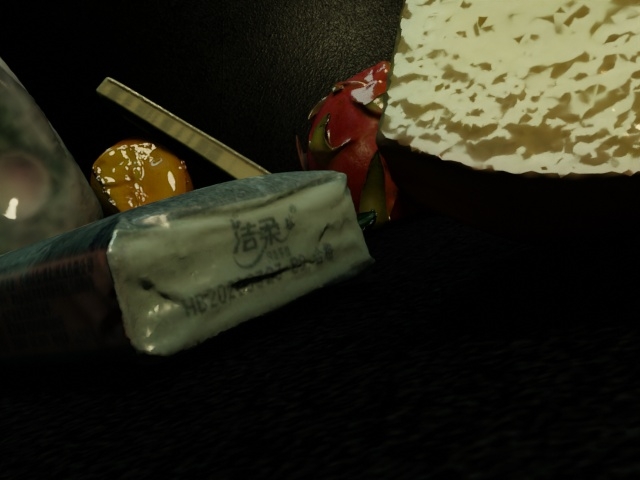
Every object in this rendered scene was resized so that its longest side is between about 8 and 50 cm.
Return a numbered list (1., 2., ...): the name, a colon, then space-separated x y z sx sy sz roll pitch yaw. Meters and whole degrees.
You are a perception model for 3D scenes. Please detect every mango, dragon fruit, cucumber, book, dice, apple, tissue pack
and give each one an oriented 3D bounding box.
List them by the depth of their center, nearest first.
1. apple: 0.207 -0.121 0.432 0.309 0.252 0.314 1 17 25
2. tissue pack: -0.147 0.029 0.647 0.316 0.103 0.228 -12 7 45
3. cucumber: 0.000 0.000 0.962 0.184 0.033 0.036 -18 31 -34
4. dice: -0.503 -0.064 1.039 0.328 0.330 0.348 -38 13 -17
5. dragon fruit: 0.078 -0.129 1.143 0.224 0.227 0.224 -18 12 4
6. mango: -0.251 -0.036 1.190 0.138 0.187 0.257 -18 -12 -14
7. book: -0.155 -0.117 1.210 0.043 0.371 0.260 -58 10 -3
